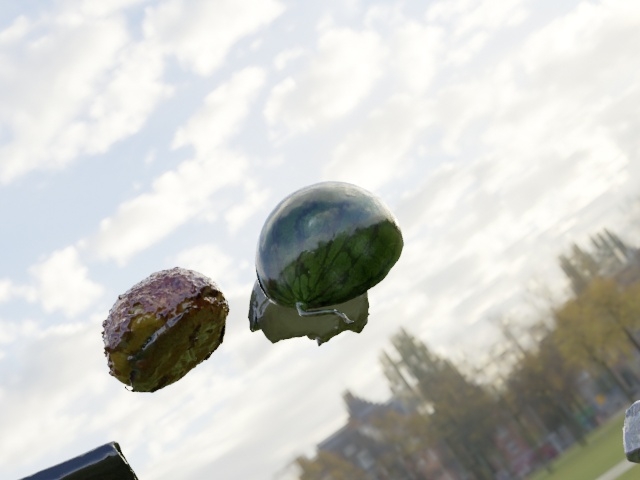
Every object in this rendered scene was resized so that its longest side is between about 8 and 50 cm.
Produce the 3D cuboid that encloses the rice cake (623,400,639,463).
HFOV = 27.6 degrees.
[{"bbox_3d":[0.457,0.192,1.497,0.365,0.056,0.073,136,152,-62],"label":"rice cake"}]

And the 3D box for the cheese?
[{"bbox_3d":[-0.029,0.095,2.158,0.202,0.175,0.091,-19,9,-24],"label":"cheese"}]

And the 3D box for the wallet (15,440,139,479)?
[{"bbox_3d":[-0.373,0.372,1.559,0.377,0.051,0.197,-20,-56,4],"label":"wallet"}]

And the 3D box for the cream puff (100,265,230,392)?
[{"bbox_3d":[-0.273,0.148,2.230,0.240,0.164,0.240,-43,-14,-13],"label":"cream puff"}]

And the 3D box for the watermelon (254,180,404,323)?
[{"bbox_3d":[0.002,-0.005,1.784,0.232,0.204,0.127,-51,-43,-40],"label":"watermelon"}]
